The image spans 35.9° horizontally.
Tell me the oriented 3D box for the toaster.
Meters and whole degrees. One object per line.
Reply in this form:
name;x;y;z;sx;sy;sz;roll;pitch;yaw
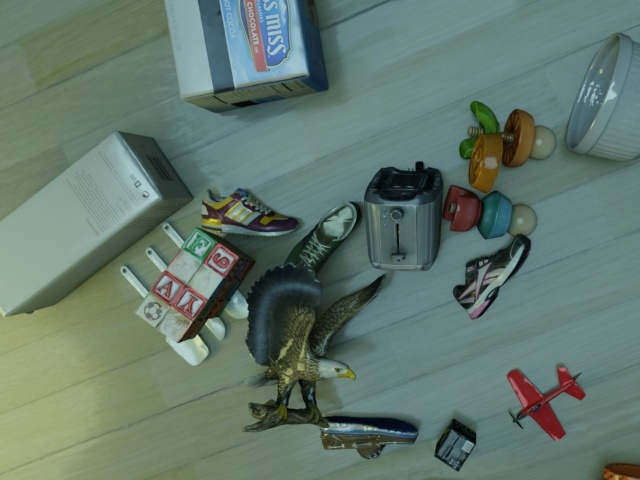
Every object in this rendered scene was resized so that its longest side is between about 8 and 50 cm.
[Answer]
toaster;0.146;-0.040;1.708;0.129;0.227;0.146;2;110;11

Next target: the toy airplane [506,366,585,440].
toy airplane;0.405;0.283;1.756;0.151;0.028;0.151;1;94;9

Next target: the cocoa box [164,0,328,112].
cocoa box;-0.133;-0.418;1.715;0.228;0.231;0.347;-9;91;9

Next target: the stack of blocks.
stack of blocks;-0.207;0.077;1.705;0.087;0.297;0.171;35;89;3

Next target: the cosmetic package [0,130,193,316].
cosmetic package;-0.437;-0.028;1.805;0.366;0.197;0.155;-35;86;8

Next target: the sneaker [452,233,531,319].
sneaker;0.293;0.054;1.735;0.077;0.072;0.178;41;111;14

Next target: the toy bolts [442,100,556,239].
toy bolts;0.319;-0.097;1.683;0.159;0.218;0.228;11;113;-6

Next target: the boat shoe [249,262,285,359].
boat shoe;-0.088;0.128;1.821;0.083;0.065;0.183;40;91;7

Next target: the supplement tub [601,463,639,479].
supplement tub;0.528;0.488;1.700;0.117;0.117;0.190;5;93;10

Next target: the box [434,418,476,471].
box;0.241;0.363;1.760;0.052;0.083;0.062;32;97;6

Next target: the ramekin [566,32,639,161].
ramekin;0.499;-0.228;1.635;0.109;0.207;0.207;20;96;-1

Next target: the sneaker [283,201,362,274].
sneaker;0.000;0.000;1.762;0.064;0.086;0.192;43;82;9

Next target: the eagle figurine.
eagle figurine;-0.019;0.181;1.724;0.225;0.226;0.298;9;94;7

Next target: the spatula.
spatula;-0.262;0.099;1.869;0.168;0.019;0.242;-44;85;10

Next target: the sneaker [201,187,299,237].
sneaker;-0.130;-0.053;1.813;0.186;0.069;0.083;3;98;9

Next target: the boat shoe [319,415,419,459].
boat shoe;0.089;0.360;1.801;0.183;0.066;0.066;2;98;20
